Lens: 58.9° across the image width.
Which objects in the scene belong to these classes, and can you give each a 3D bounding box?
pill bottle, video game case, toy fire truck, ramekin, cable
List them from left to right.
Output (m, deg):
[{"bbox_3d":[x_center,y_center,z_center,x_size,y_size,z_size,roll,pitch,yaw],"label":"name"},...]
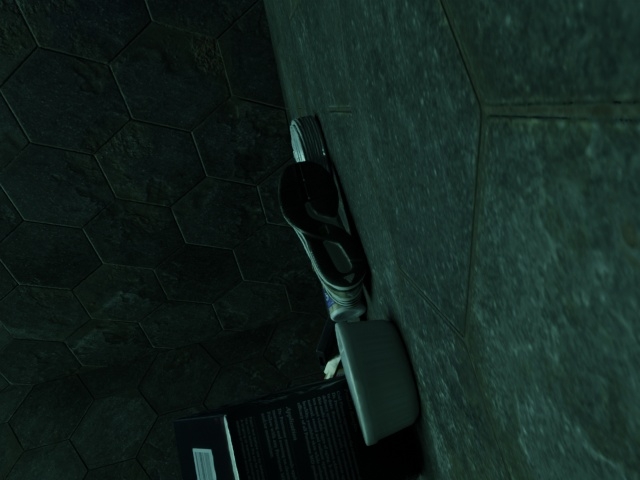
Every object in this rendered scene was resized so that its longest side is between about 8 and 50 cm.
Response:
[{"bbox_3d":[-0.029,-0.264,1.796,0.257,0.089,0.257,81,173,-51],"label":"cable"},{"bbox_3d":[0.054,0.275,1.879,0.248,0.035,0.275,84,-154,-64],"label":"video game case"},{"bbox_3d":[0.064,0.144,1.740,0.112,0.112,0.186,83,172,-64],"label":"pill bottle"},{"bbox_3d":[0.089,0.476,1.816,0.158,0.217,0.246,-54,-39,-33],"label":"toy fire truck"},{"bbox_3d":[0.125,0.299,1.252,0.273,0.127,0.272,165,90,-87],"label":"ramekin"}]

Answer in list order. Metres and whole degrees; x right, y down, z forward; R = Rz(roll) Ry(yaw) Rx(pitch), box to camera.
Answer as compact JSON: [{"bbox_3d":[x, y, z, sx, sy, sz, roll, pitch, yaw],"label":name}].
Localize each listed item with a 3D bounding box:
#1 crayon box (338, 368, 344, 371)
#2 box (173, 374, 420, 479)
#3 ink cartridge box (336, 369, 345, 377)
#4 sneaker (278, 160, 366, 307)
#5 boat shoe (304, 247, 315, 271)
[{"bbox_3d":[0.184,0.811,2.587,0.313,0.106,0.363,-108,5,-62],"label":"crayon box"},{"bbox_3d":[-0.086,0.551,1.510,0.480,0.472,0.297,-32,68,56],"label":"box"},{"bbox_3d":[0.128,0.559,2.006,0.219,0.160,0.092,-108,5,-60],"label":"ink cartridge box"},{"bbox_3d":[-0.001,0.001,1.612,0.257,0.169,0.447,83,167,-57],"label":"sneaker"},{"bbox_3d":[-0.009,0.012,2.323,0.122,0.120,0.324,-109,6,-54],"label":"boat shoe"}]
